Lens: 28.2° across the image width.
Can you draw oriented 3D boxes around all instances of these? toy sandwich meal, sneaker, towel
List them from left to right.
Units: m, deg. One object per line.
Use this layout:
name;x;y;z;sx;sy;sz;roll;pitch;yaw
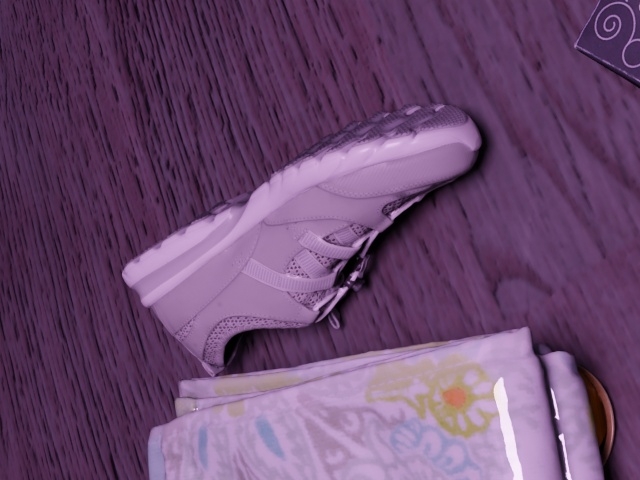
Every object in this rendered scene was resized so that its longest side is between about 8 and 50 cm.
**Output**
sneaker;0.000;0.000;0.868;0.281;0.105;0.115;-28;97;32
towel;0.029;0.251;0.754;0.320;0.090;0.374;-16;77;43
toy sandwich meal;0.132;0.105;0.743;0.085;0.029;0.086;-10;75;42

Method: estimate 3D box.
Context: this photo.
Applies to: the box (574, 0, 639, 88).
box;0.250;-0.091;0.519;0.142;0.247;0.163;40;109;39
